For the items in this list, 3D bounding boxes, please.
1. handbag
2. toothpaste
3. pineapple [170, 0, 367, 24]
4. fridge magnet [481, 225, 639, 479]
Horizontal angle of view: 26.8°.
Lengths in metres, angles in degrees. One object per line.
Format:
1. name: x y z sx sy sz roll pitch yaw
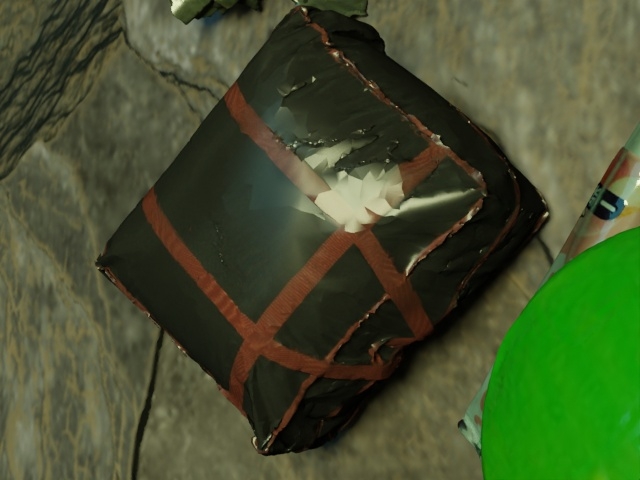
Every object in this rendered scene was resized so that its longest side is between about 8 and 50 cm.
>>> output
1. handbag: 0.000 0.000 0.752 0.215 0.155 0.169 -49 64 20
2. toothpaste: 0.132 0.027 0.703 0.205 0.036 0.056 -61 22 14
3. pineapple: 0.005 -0.225 0.832 0.310 0.141 0.170 -21 89 45
4. fridge magnet: 0.167 0.093 0.615 0.208 0.088 0.208 -12 71 40
